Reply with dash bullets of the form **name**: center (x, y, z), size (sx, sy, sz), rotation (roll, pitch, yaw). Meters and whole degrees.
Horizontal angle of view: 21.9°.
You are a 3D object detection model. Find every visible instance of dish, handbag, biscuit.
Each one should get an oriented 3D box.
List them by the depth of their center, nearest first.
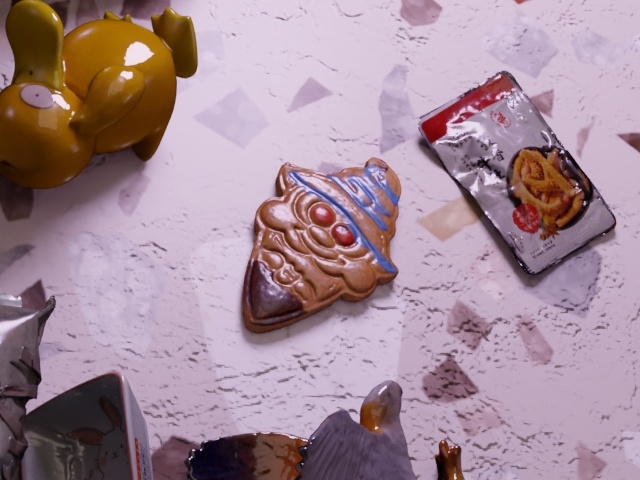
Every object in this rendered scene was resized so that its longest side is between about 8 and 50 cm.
- **dish**: center (-0.214, 0.259, 1.611), size (0.064, 0.154, 0.234), rotation (23, 50, -48)
- **handbag**: center (-0.345, 0.166, 1.616), size (0.182, 0.117, 0.270), rotation (9, 65, -14)
- **biscuit**: center (0.000, 0.000, 1.864), size (0.183, 0.043, 0.280), rotation (38, 55, 8)

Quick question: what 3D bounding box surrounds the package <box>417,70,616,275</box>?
- **package**: center (0.234, -0.080, 1.981), size (0.154, 0.030, 0.239), rotation (-30, 75, -26)

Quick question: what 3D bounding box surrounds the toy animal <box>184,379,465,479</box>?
- **toy animal**: center (0.053, 0.298, 1.669), size (0.302, 0.225, 0.284), rotation (-16, 87, -36)

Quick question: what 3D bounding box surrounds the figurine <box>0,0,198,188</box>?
- **figurine**: center (-0.255, -0.158, 1.789), size (0.228, 0.215, 0.215), rotation (-5, 62, -46)
